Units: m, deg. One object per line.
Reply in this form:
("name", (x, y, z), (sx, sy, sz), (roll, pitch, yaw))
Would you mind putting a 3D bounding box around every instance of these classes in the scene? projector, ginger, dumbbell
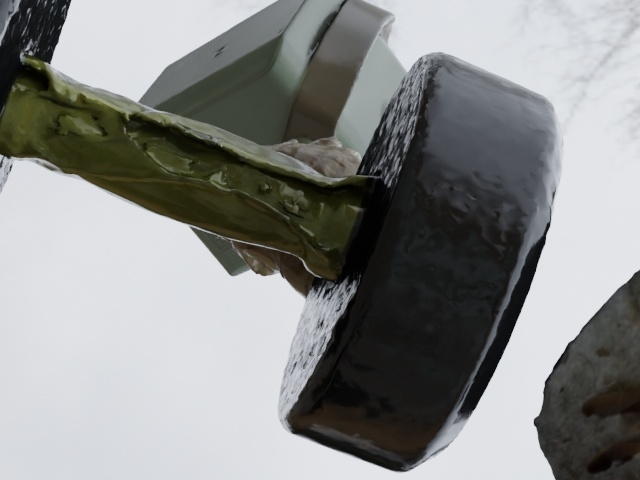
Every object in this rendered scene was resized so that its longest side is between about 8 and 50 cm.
("projector", (-0.025, -0.099, 1.278), (0.242, 0.163, 0.177), (-26, -66, 36))
("ginger", (0.005, -0.007, 0.892), (0.165, 0.096, 0.067), (38, -9, 34))
("dumbbell", (-0.067, -0.032, 0.721), (0.204, 0.322, 0.204), (-159, -90, -85))

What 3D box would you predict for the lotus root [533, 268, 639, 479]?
("lotus root", (0.264, 0.117, 0.829), (0.272, 0.192, 0.272), (-23, -133, 27))
